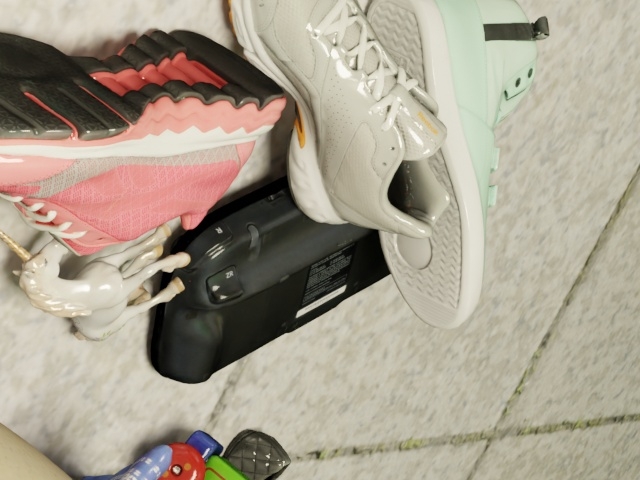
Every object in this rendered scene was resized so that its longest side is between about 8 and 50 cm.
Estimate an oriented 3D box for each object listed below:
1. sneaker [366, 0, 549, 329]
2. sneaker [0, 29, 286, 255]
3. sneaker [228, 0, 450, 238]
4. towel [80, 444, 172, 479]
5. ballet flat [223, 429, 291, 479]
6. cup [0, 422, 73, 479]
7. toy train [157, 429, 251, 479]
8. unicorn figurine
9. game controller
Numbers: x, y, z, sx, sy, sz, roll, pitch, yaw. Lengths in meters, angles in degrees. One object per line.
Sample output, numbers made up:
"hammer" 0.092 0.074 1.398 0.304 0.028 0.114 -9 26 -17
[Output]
"sneaker" 0.119 -0.068 1.365 0.151 0.094 0.256 -14 102 -44
"sneaker" -0.147 -0.043 1.100 0.314 0.116 0.136 -8 129 -50
"sneaker" 0.028 -0.109 1.229 0.099 0.121 0.262 -48 137 -28
"towel" -0.253 0.259 1.223 0.336 0.040 0.243 -41 -178 -22
"ballet flat" -0.078 0.239 1.539 0.057 0.049 0.173 -5 125 -51
"cup" -0.287 0.188 0.996 0.331 0.331 0.237 -40 123 -21
"toy train" -0.124 0.281 1.405 0.248 0.143 0.105 -51 171 -5
"unicorn figurine" -0.146 0.029 1.221 0.111 0.060 0.162 -29 149 -17
"game controller" 0.000 0.000 1.410 0.319 0.067 0.166 -27 155 -36
